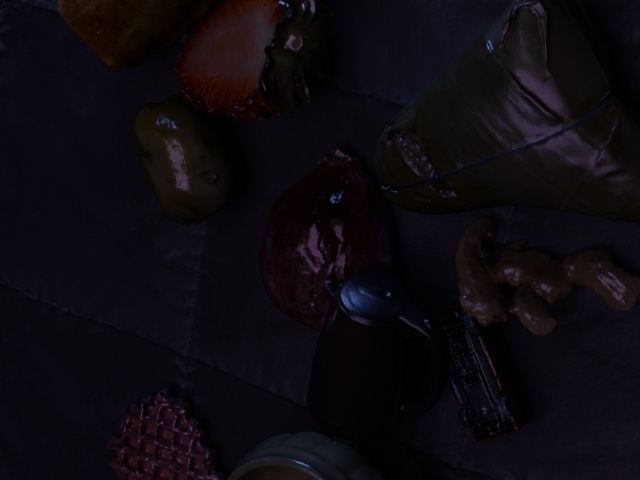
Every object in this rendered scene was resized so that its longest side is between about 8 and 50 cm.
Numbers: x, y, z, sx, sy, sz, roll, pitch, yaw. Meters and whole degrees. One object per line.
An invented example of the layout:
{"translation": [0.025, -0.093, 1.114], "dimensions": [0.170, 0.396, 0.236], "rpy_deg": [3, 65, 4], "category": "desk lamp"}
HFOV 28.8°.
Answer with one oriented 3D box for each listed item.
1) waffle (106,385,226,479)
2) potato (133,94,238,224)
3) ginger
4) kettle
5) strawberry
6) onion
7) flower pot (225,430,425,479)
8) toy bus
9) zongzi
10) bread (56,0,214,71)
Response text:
{"translation": [-0.272, 0.373, 2.125], "dimensions": [0.234, 0.055, 0.221], "rpy_deg": [-38, 78, 34], "category": "waffle"}
{"translation": [-0.212, -0.125, 1.927], "dimensions": [0.155, 0.137, 0.200], "rpy_deg": [-21, 90, 35], "category": "potato"}
{"translation": [0.297, 0.064, 1.660], "dimensions": [0.259, 0.065, 0.149], "rpy_deg": [18, 78, 22], "category": "ginger"}
{"translation": [0.079, 0.165, 1.730], "dimensions": [0.202, 0.144, 0.232], "rpy_deg": [32, 138, 24], "category": "kettle"}
{"translation": [-0.091, -0.286, 1.839], "dimensions": [0.306, 0.138, 0.233], "rpy_deg": [14, 90, 57], "category": "strawberry"}
{"translation": [0.000, 0.000, 1.828], "dimensions": [0.227, 0.120, 0.283], "rpy_deg": [10, 105, 26], "category": "onion"}
{"translation": [0.022, 0.412, 1.829], "dimensions": [0.308, 0.244, 0.307], "rpy_deg": [9, 107, 31], "category": "flower pot"}
{"translation": [0.223, 0.176, 1.735], "dimensions": [0.081, 0.089, 0.195], "rpy_deg": [-24, 87, 36], "category": "toy bus"}
{"translation": [0.277, -0.074, 1.606], "dimensions": [0.356, 0.174, 0.393], "rpy_deg": [-40, 84, 37], "category": "zongzi"}
{"translation": [-0.256, -0.391, 1.843], "dimensions": [0.195, 0.149, 0.344], "rpy_deg": [48, 146, -8], "category": "bread"}
